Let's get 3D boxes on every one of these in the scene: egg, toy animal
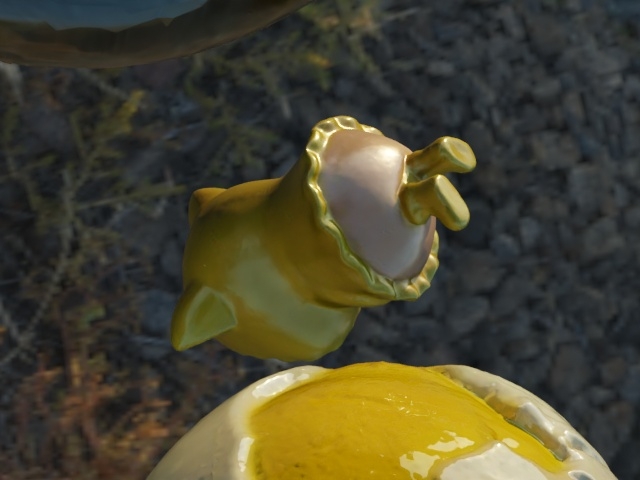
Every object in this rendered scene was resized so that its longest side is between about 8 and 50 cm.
[{"bbox_3d":[0.026,0.225,0.794,0.283,0.283,0.345,43,32,-30],"label":"egg"},{"bbox_3d":[0.000,-0.003,1.208,0.156,0.230,0.156,41,36,-39],"label":"toy animal"}]

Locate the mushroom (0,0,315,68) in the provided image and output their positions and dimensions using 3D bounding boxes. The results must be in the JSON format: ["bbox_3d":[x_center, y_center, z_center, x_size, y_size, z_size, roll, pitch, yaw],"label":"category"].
[{"bbox_3d":[-0.093,-0.202,0.641,0.362,0.362,0.294,33,29,-35],"label":"mushroom"}]
